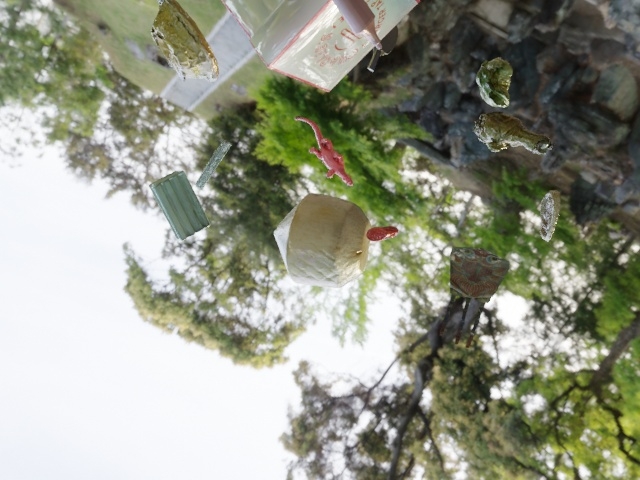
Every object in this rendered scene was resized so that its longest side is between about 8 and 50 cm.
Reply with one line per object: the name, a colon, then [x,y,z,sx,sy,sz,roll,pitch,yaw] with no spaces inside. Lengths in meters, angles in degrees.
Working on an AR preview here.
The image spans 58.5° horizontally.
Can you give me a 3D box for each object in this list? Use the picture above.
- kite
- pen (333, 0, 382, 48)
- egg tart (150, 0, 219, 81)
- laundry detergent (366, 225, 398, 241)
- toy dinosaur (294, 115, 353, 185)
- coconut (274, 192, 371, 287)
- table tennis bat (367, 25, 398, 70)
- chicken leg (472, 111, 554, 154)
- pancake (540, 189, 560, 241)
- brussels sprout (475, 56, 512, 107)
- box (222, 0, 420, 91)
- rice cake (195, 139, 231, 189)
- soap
kite: [0.306,0.113,1.195,0.127,0.229,0.016,18,155,20]
pen: [0.051,-0.413,0.993,0.032,0.053,0.197,-4,134,52]
egg tart: [-0.451,-0.629,1.844,0.315,0.120,0.315,50,168,15]
laundry detergent: [0.231,-0.029,1.998,0.097,0.049,0.165,-8,-179,31]
toy dinosaur: [0.028,-0.264,1.753,0.286,0.070,0.139,57,-164,26]
coconut: [0.000,0.000,2.380,0.415,0.415,0.344,37,175,21]
table tennis bat: [0.172,-0.562,1.633,0.095,0.158,0.014,20,-176,-37]
chicken leg: [0.483,-0.268,1.465,0.103,0.088,0.227,-12,-143,-31]
pancake: [0.598,-0.065,1.497,0.022,0.140,0.139,5,-164,5]
brussels sprout: [0.496,-0.446,1.632,0.181,0.100,0.139,-99,-12,-64]
box: [-0.019,-0.566,1.278,0.300,0.312,0.314,55,-157,12]
rice cake: [-0.376,-0.265,1.997,0.033,0.208,0.033,26,-157,-29]
soap: [-0.443,-0.111,1.802,0.063,0.114,0.198,14,131,57]
